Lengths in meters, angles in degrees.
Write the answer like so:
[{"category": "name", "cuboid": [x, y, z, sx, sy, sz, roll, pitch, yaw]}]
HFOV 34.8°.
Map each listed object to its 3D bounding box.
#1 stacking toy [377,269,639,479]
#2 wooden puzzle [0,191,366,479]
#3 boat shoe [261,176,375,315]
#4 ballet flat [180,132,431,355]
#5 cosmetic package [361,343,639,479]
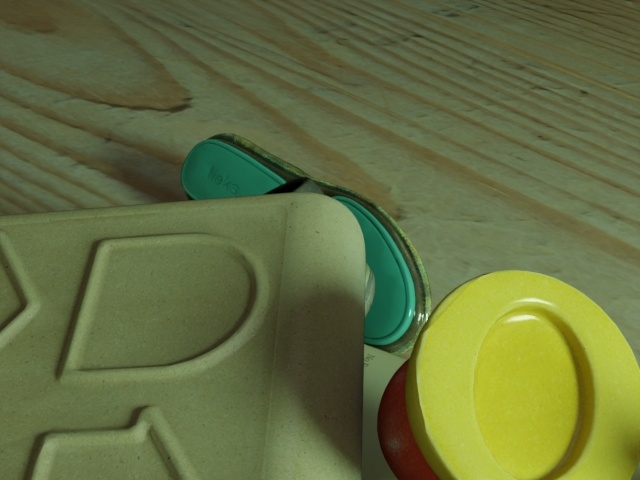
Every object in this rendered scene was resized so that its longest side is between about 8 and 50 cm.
[{"category": "stacking toy", "cuboid": [0.144, 0.196, 0.509, 0.280, 0.130, 0.309, 14, 65, -13]}, {"category": "wooden puzzle", "cuboid": [-0.150, 0.108, 0.560, 0.348, 0.080, 0.322, -1, 44, 4]}, {"category": "boat shoe", "cuboid": [-0.140, 0.052, 0.739, 0.355, 0.130, 0.132, -22, 11, -12]}, {"category": "ballet flat", "cuboid": [0.000, 0.000, 0.982, 0.123, 0.123, 0.348, -18, 39, -37]}, {"category": "cosmetic package", "cuboid": [0.112, 0.187, 0.653, 0.309, 0.113, 0.160, 16, 30, 19]}]
